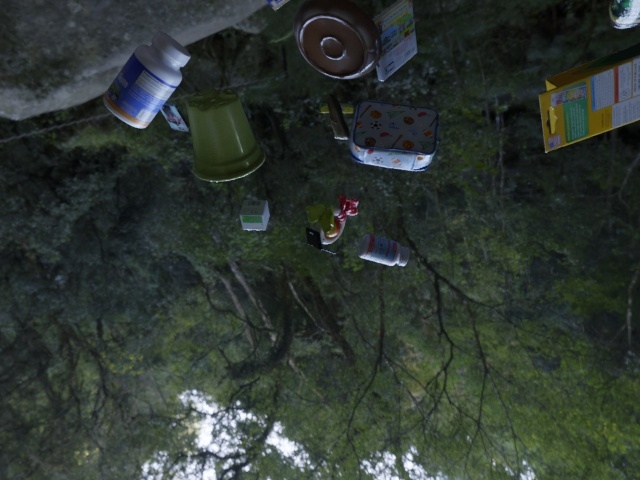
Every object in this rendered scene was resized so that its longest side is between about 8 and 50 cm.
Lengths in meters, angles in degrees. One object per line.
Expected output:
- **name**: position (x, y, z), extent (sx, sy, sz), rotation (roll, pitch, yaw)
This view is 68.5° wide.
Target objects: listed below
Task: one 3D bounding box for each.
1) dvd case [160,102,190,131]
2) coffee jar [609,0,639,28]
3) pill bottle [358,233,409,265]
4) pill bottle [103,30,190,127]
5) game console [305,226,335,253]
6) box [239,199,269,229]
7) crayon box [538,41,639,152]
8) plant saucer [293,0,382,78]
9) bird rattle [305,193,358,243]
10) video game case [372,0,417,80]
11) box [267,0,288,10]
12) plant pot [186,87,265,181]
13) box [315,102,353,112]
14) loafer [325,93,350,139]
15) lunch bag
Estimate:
- **dvd case**: position (-0.519, -0.438, 1.671), extent (0.087, 0.119, 0.013), rotation (15, -118, 25)
- **coffee jar**: position (0.702, -0.546, 1.035), extent (0.096, 0.078, 0.184), rotation (-5, 171, 22)
- **pill bottle**: position (0.218, 0.036, 1.607), extent (0.160, 0.087, 0.087), rotation (15, -153, -9)
- **pill bottle**: position (-0.521, -0.490, 1.427), extent (0.272, 0.152, 0.152), rotation (-47, -157, 16)
- **game console**: position (0.000, 0.000, 1.893), extent (0.071, 0.107, 0.122), rotation (-16, -161, -23)
- **box**: position (-0.274, -0.107, 1.963), extent (0.101, 0.087, 0.101), rotation (1, -137, 7)
- **crayon box**: position (0.801, -0.417, 1.387), extent (0.323, 0.203, 0.083), rotation (-20, -145, 9)
- **plant saucer**: position (0.046, -0.643, 1.535), extent (0.311, 0.310, 0.050), rotation (1, -125, 39)
- **bird rattle**: position (0.045, -0.087, 1.964), extent (0.143, 0.206, 0.254), rotation (26, -151, 27)
- **video game case**: position (0.256, -0.700, 1.624), extent (0.026, 0.206, 0.227), rotation (23, -124, 37)
- **box**: position (-0.176, -0.822, 1.426), extent (0.036, 0.225, 0.136), rotation (-53, -152, -17)
- **plant pot**: position (-0.356, -0.390, 1.674), extent (0.277, 0.253, 0.276), rotation (-6, -140, 5)
- **box**: position (0.063, -0.641, 2.270), extent (0.180, 0.043, 0.105), rotation (-2, -160, -3)
- **loafer**: position (0.044, -0.380, 1.463), extent (0.050, 0.147, 0.056), rotation (-16, -167, 26)
- **lunch bag**: position (0.258, -0.366, 1.609), extent (0.304, 0.115, 0.243), rotation (9, -119, 3)
